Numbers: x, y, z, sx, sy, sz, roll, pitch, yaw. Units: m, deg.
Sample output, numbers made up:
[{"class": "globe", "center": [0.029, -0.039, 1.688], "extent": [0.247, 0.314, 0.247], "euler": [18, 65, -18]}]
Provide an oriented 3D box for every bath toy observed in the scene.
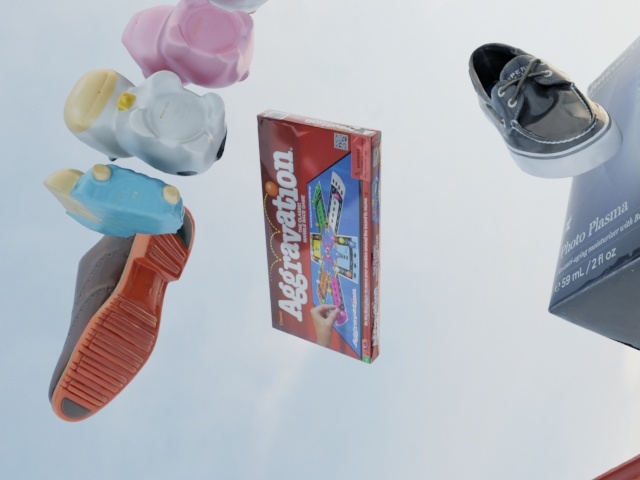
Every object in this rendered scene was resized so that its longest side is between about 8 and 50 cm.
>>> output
[{"class": "bath toy", "center": [-0.138, -0.171, 0.715], "extent": [0.152, 0.129, 0.348], "euler": [25, -110, -6]}]

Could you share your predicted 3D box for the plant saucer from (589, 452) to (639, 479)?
[{"class": "plant saucer", "center": [0.502, 0.436, 1.023], "extent": [0.259, 0.259, 0.047], "euler": [-19, -38, -20]}]

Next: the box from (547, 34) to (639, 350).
[{"class": "box", "center": [0.364, -0.077, 0.625], "extent": [0.183, 0.296, 0.293], "euler": [23, -118, -5]}]

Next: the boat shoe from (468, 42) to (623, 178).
[{"class": "boat shoe", "center": [0.180, -0.126, 0.626], "extent": [0.080, 0.228, 0.076], "euler": [-31, -65, 13]}]

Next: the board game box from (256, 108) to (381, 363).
[{"class": "board game box", "center": [0.000, 0.000, 0.818], "extent": [0.027, 0.145, 0.281], "euler": [-36, -47, -46]}]

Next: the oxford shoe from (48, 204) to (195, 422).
[{"class": "oxford shoe", "center": [-0.240, 0.074, 0.829], "extent": [0.271, 0.099, 0.097], "euler": [-66, -34, -25]}]
